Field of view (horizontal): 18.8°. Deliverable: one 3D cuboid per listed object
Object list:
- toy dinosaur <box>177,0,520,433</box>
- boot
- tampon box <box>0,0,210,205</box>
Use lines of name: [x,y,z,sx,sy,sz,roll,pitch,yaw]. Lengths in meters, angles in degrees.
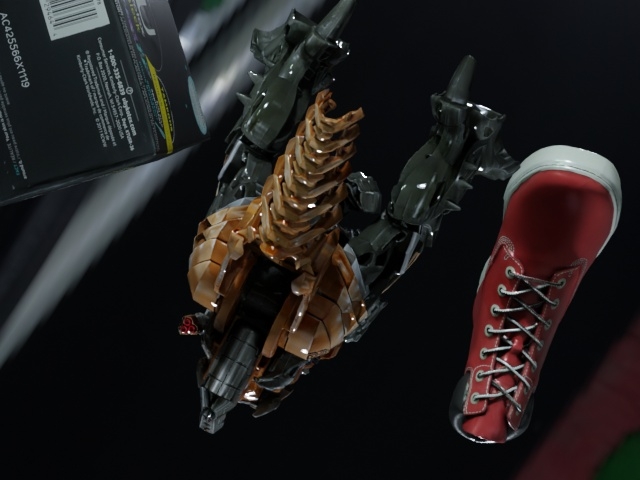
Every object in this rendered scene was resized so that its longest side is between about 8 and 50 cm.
toy dinosaur: [0.000,0.000,1.046,0.164,0.322,0.218,36,-111,-15]
boot: [0.158,0.053,1.460,0.244,0.088,0.176,105,-177,-56]
tampon box: [-0.133,-0.092,1.027,0.161,0.101,0.120,-48,-58,-80]
